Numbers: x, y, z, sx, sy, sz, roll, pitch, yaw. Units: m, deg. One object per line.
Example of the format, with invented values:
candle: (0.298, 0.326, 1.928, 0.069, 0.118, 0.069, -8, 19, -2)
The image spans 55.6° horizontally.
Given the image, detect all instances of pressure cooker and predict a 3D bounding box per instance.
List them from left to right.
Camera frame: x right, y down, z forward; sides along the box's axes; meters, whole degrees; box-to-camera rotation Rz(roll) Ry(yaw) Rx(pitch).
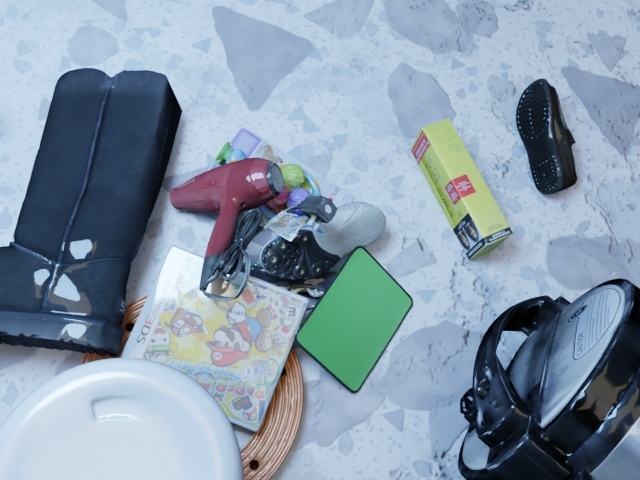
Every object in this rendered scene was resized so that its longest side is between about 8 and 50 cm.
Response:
pressure cooker: (0.383, 0.261, 0.791, 0.420, 0.370, 0.376, 40, 80, 9)

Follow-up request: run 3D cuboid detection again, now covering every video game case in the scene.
video game case: (-0.158, 0.141, 0.897, 0.226, 0.026, 0.207, 22, 78, 1)

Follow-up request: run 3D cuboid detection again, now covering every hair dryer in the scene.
hair dryer: (-0.140, -0.044, 0.910, 0.223, 0.080, 0.293, -37, 38, -22)

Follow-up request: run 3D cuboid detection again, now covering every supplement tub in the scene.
supplement tub: (-0.217, 0.276, 0.685, 0.240, 0.331, 0.241, 4, 69, -10)

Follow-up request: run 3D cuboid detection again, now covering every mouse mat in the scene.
mouse mat: (0.057, 0.123, 0.950, 0.152, 0.007, 0.190, 46, 66, -23)

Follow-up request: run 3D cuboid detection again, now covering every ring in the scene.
ring: (-0.193, 0.230, 0.906, 0.336, 0.032, 0.337, 2, 70, -6)

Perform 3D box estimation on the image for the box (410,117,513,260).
box: (0.239, -0.089, 1.048, 0.058, 0.087, 0.233, -20, 75, -14)

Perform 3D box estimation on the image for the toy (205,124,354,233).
toy: (-0.071, -0.093, 1.025, 0.237, 0.056, 0.137, 31, 71, 5)

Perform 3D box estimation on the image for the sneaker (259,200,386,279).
sneaker: (0.000, 0.000, 0.964, 0.237, 0.086, 0.085, -22, 106, -34)

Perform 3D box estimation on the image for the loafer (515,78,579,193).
loafer: (0.422, -0.189, 1.121, 0.078, 0.080, 0.220, 2, 78, -31)

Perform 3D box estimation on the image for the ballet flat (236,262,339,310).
ballet flat: (-0.049, 0.076, 0.961, 0.203, 0.074, 0.074, 5, 70, -8)

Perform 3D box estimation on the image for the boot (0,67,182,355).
boot: (-0.434, -0.071, 0.922, 0.366, 0.146, 0.446, 9, 70, -6)
